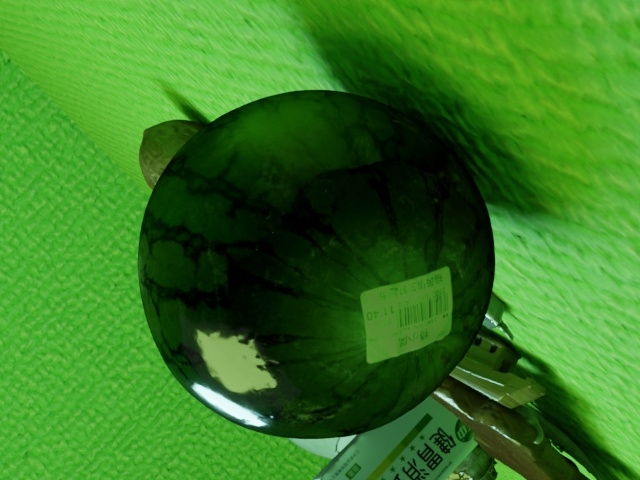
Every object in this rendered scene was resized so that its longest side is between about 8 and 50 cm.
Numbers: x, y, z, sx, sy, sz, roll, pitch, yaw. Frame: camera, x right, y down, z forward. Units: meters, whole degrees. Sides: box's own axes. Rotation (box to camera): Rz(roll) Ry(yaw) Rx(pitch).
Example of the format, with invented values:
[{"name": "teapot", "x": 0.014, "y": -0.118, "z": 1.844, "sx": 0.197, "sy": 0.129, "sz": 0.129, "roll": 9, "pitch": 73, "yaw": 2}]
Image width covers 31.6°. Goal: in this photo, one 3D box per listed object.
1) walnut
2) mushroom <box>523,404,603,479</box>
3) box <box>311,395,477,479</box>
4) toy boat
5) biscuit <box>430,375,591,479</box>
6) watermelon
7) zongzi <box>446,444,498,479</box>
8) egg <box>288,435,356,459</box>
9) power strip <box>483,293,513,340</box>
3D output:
[{"name": "walnut", "x": -0.228, "y": -0.125, "z": 1.912, "sx": 0.184, "sy": 0.155, "sz": 0.155, "roll": 46, "pitch": 171, "yaw": -8}, {"name": "mushroom", "x": 0.337, "y": 0.286, "z": 1.780, "sx": 0.306, "sy": 0.043, "sz": 0.068, "roll": 38, "pitch": -171, "yaw": 17}, {"name": "box", "x": 0.157, "y": 0.395, "z": 2.113, "sx": 0.173, "sy": 0.333, "sz": 0.145, "roll": 44, "pitch": 164, "yaw": 5}, {"name": "toy boat", "x": 0.230, "y": 0.171, "z": 1.563, "sx": 0.057, "sy": 0.077, "sz": 0.200, "roll": 34, "pitch": 175, "yaw": -38}, {"name": "biscuit", "x": 0.332, "y": 0.329, "z": 1.718, "sx": 0.432, "sy": 0.064, "sz": 0.283, "roll": 44, "pitch": 170, "yaw": -34}, {"name": "watermelon", "x": -0.010, "y": 0.022, "z": 1.079, "sx": 0.363, "sy": 0.363, "sz": 0.363, "roll": 41, "pitch": 171, "yaw": 8}, {"name": "zongzi", "x": 0.249, "y": 0.414, "z": 2.527, "sx": 0.274, "sy": 0.145, "sz": 0.300, "roll": -4, "pitch": 112, "yaw": 61}, {"name": "egg", "x": 0.053, "y": 0.320, "z": 2.367, "sx": 0.336, "sy": 0.278, "sz": 0.278, "roll": 15, "pitch": 162, "yaw": 17}, {"name": "power strip", "x": 0.152, "y": 0.034, "z": 1.417, "sx": 0.253, "sy": 0.027, "sz": 0.060, "roll": 42, "pitch": 170, "yaw": 1}]
